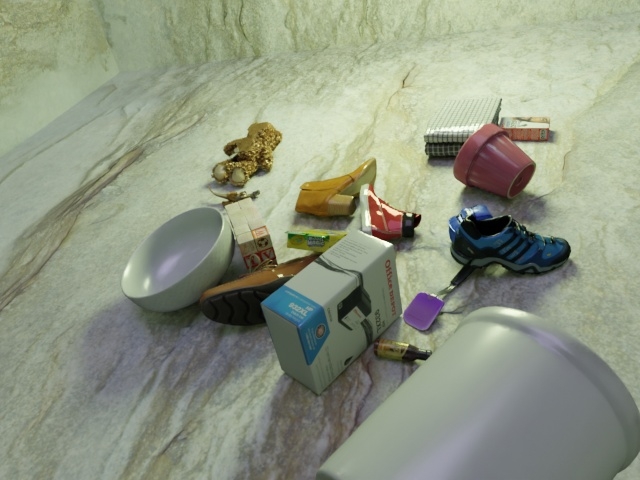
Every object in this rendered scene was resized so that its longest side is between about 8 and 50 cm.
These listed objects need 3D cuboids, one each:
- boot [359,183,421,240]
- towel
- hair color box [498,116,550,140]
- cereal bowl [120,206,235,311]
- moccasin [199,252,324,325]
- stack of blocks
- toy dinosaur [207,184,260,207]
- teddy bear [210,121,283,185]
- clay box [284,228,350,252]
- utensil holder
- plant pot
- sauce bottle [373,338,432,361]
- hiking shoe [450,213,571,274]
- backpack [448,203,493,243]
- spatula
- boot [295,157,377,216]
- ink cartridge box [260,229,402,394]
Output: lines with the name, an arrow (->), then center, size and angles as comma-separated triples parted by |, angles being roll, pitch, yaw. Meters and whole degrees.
boot -> 0.209, -0.090, 1.630 | 0.176, 0.088, 0.244 | -9, 44, 5
towel -> 0.512, -0.400, 1.933 | 0.235, 0.121, 0.283 | 3, 38, 26
hair color box -> 0.721, -0.397, 1.915 | 0.167, 0.053, 0.093 | 6, 39, 22
cereal bowl -> -0.378, 0.070, 1.513 | 0.339, 0.141, 0.339 | -20, 38, 17
moccasin -> -0.126, 0.113, 1.407 | 0.380, 0.139, 0.147 | -20, 35, -11
stack of blocks -> -0.203, -0.012, 1.577 | 0.087, 0.171, 0.297 | -19, 35, -9
toy dinosaur -> -0.321, -0.153, 1.918 | 0.212, 0.064, 0.112 | 4, 20, 8
teddy bear -> -0.280, -0.324, 2.106 | 0.245, 0.113, 0.338 | -7, 43, 21
clay box -> 0.000, 0.000, 1.501 | 0.128, 0.053, 0.222 | 6, 6, 25
utensil holder -> 0.231, 0.339, 0.825 | 0.385, 0.327, 0.328 | -35, 41, -26
plant pot -> 0.537, -0.226, 1.636 | 0.201, 0.201, 0.180 | -32, 55, -25
sauce bottle -> 0.184, 0.247, 1.208 | 0.128, 0.042, 0.042 | 4, 39, 22
hiking shoe -> 0.484, 0.004, 1.345 | 0.304, 0.132, 0.113 | 1, 38, -3
backpack -> 0.412, -0.040, 1.483 | 0.120, 0.101, 0.098 | -13, 29, 6
spatula -> 0.319, 0.116, 1.354 | 0.296, 0.030, 0.084 | -36, 37, -29
boot -> 0.051, -0.187, 1.795 | 0.211, 0.104, 0.295 | 9, 45, 27
ink cartridge box -> 0.039, 0.155, 1.224 | 0.129, 0.223, 0.307 | 23, 49, 40
